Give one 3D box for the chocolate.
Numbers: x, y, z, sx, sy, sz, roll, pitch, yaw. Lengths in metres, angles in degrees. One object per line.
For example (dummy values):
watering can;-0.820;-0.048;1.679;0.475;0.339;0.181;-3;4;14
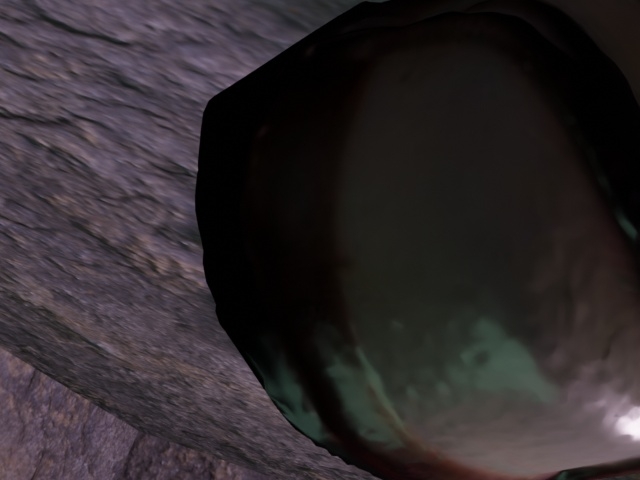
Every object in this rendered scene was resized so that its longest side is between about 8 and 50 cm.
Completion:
chocolate;0.106;-0.018;0.643;0.284;0.283;0.186;30;147;-24
